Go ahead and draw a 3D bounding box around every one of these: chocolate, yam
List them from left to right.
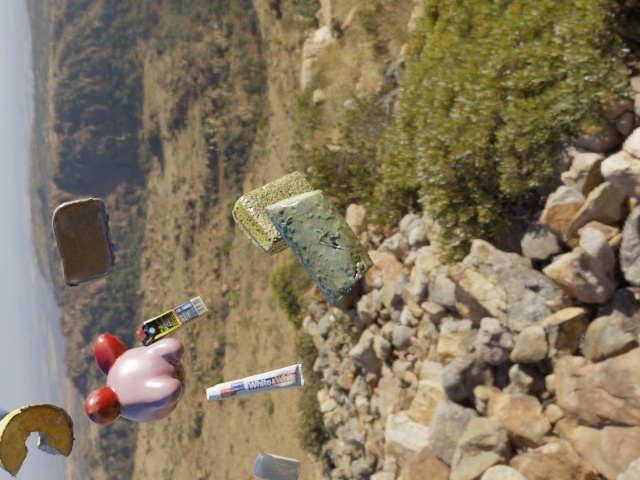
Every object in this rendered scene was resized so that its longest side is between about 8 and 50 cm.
[{"bbox_3d":[-0.704,-0.006,1.818,0.083,0.161,0.262,30,126,51],"label":"chocolate"},{"bbox_3d":[0.000,0.000,1.545,0.304,0.168,0.168,56,147,4],"label":"yam"}]

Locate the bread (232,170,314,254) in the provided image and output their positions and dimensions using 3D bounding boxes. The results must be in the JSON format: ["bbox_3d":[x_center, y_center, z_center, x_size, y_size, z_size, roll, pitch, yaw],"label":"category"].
[{"bbox_3d":[-0.111,-0.075,1.741,0.184,0.234,0.111,50,143,18],"label":"bread"}]

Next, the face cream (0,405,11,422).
[{"bbox_3d":[-1.149,0.492,1.950,0.385,0.135,0.086,29,107,13],"label":"face cream"}]

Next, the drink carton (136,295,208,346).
[{"bbox_3d":[-0.368,0.200,1.532,0.056,0.165,0.071,57,138,9],"label":"drink carton"}]

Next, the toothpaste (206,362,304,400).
[{"bbox_3d":[-0.141,0.316,1.353,0.033,0.218,0.052,144,116,-68],"label":"toothpaste"}]

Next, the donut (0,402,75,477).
[{"bbox_3d":[-0.655,0.439,1.391,0.078,0.181,0.146,-7,90,35],"label":"donut"}]

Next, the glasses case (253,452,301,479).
[{"bbox_3d":[-0.139,0.747,2.013,0.051,0.204,0.081,1,67,44],"label":"glasses case"}]

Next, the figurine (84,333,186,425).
[{"bbox_3d":[-0.516,0.417,1.784,0.211,0.261,0.270,91,172,-50],"label":"figurine"}]
